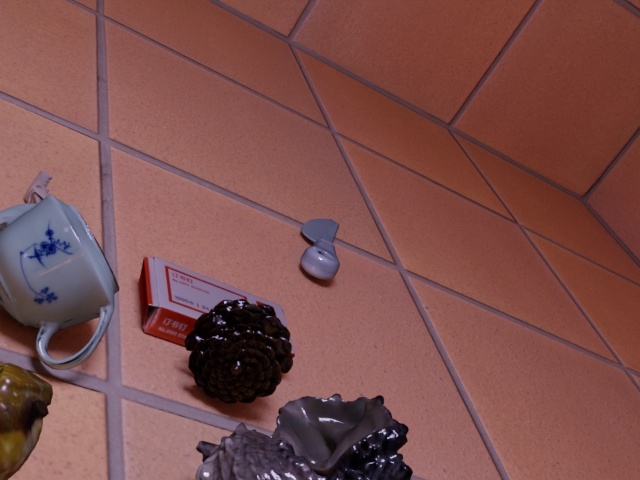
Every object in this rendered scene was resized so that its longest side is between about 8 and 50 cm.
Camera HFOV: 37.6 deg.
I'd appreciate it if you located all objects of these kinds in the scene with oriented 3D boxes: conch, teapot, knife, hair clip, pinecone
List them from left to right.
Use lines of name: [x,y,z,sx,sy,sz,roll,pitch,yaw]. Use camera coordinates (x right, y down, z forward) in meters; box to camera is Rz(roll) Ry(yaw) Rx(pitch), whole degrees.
teapot: [-0.326,0.045,1.097,0.159,0.159,0.232,-2,52,-57]
hair clip: [-0.383,-0.036,1.303,0.072,0.034,0.226,14,28,-40]
pinecone: [-0.104,0.137,1.206,0.140,0.140,0.121,28,7,-16]
conch: [-0.022,0.273,1.022,0.241,0.186,0.313,32,39,11]
knife: [-0.002,-0.001,1.791,0.080,0.044,0.331,25,16,-6]

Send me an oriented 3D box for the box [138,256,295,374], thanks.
box: [-0.150,0.106,1.319,0.229,0.050,0.123,24,23,-26]

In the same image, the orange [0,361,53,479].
orange: [-0.407,0.117,0.686,0.369,0.210,0.271,33,-2,-8]
